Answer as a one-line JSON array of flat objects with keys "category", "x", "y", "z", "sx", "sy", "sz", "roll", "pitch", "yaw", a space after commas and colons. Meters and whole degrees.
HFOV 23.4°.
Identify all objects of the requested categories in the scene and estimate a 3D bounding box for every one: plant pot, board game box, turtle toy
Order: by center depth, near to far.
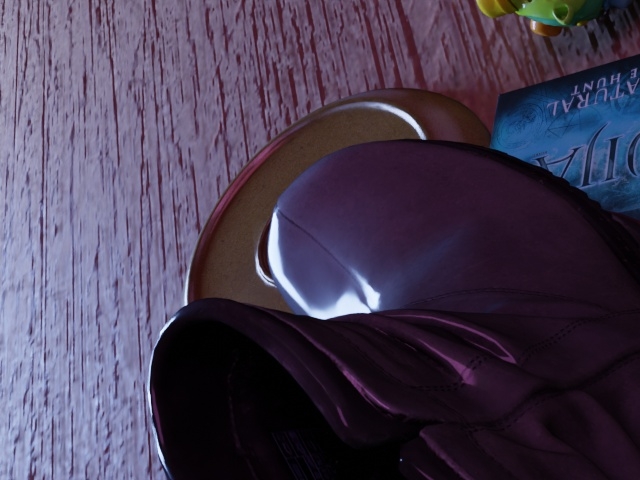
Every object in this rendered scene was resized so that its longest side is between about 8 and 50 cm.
[{"category": "board game box", "x": 0.166, "y": -0.043, "z": 0.793, "sx": 0.186, "sy": 0.026, "sz": 0.126, "roll": -15, "pitch": 49, "yaw": 37}, {"category": "turtle toy", "x": 0.146, "y": -0.170, "z": 0.889, "sx": 0.095, "sy": 0.066, "sz": 0.130, "roll": -19, "pitch": 46, "yaw": 35}, {"category": "plant pot", "x": 0.000, "y": 0.000, "z": 0.920, "sx": 0.236, "sy": 0.032, "sz": 0.236, "roll": -26, "pitch": 42, "yaw": 27}]

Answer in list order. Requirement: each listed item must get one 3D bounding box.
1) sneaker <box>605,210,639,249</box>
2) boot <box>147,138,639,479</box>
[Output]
[{"category": "sneaker", "x": 0.084, "y": 0.076, "z": 0.729, "sx": 0.281, "sy": 0.106, "sz": 0.162, "roll": -15, "pitch": 43, "yaw": 23}, {"category": "boot", "x": 0.031, "y": 0.039, "z": 0.529, "sx": 0.338, "sy": 0.223, "sz": 0.118, "roll": 33, "pitch": 109, "yaw": 46}]
